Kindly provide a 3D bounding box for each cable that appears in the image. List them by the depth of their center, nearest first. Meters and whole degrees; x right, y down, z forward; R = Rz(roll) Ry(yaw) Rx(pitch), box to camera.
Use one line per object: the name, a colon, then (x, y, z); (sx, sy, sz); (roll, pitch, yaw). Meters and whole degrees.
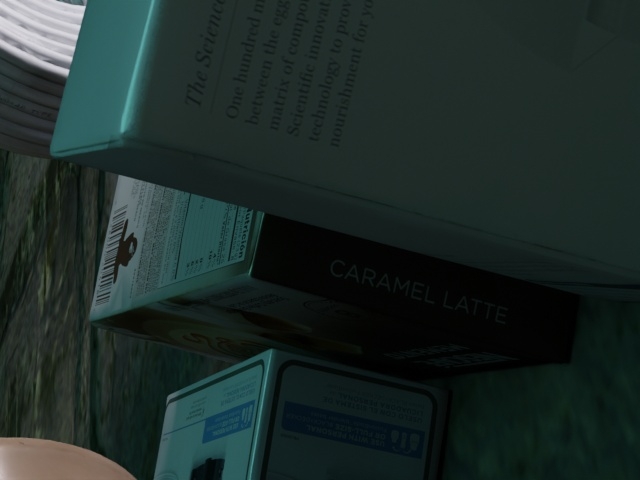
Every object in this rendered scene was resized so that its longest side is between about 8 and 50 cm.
cable: (-0.190, -0.161, 1.163); (0.089, 0.257, 0.257); (-49, 25, 32)

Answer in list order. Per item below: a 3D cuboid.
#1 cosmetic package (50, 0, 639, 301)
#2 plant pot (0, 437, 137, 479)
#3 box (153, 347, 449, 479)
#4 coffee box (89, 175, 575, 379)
cosmetic package: (0.049, -0.110, 0.624); (0.138, 0.225, 0.224); (-178, 102, -71)
plant pot: (-0.175, 0.278, 1.010); (0.229, 0.263, 0.263); (59, 134, 40)
box: (-0.032, 0.208, 0.837); (0.169, 0.087, 0.290); (153, 129, -66)
coffee box: (0.000, 0.000, 0.819); (0.246, 0.141, 0.098); (163, 120, -67)
